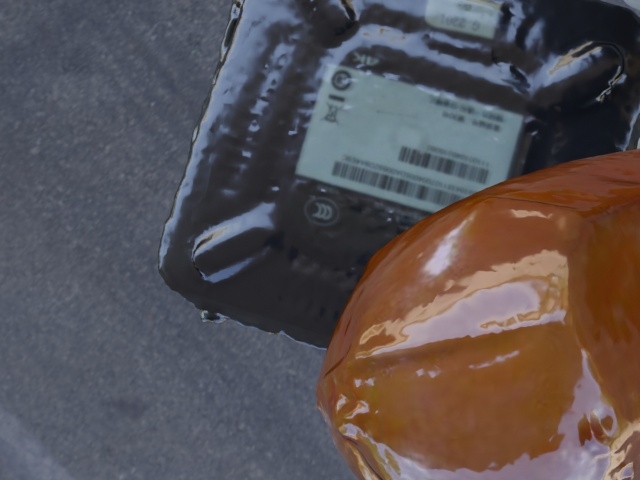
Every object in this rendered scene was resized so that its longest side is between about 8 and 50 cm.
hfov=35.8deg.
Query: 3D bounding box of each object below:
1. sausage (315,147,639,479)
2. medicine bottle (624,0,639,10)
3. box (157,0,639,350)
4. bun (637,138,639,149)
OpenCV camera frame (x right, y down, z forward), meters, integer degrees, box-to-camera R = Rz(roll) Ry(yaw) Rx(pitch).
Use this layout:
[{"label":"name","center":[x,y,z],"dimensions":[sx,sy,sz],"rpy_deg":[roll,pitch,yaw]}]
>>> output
[{"label":"sausage","center":[0.116,0.042,0.468],"dimensions":[0.141,0.268,0.153],"rpy_deg":[-26,84,47]},{"label":"medicine bottle","center":[0.599,-0.408,1.550],"dimensions":[0.145,0.252,0.144],"rpy_deg":[-14,121,-24]},{"label":"box","center":[0.067,-0.067,0.815],"dimensions":[0.359,0.091,0.350],"rpy_deg":[17,89,2]},{"label":"bun","center":[0.289,-0.133,1.202],"dimensions":[0.365,0.365,0.219],"rpy_deg":[14,85,8]}]
